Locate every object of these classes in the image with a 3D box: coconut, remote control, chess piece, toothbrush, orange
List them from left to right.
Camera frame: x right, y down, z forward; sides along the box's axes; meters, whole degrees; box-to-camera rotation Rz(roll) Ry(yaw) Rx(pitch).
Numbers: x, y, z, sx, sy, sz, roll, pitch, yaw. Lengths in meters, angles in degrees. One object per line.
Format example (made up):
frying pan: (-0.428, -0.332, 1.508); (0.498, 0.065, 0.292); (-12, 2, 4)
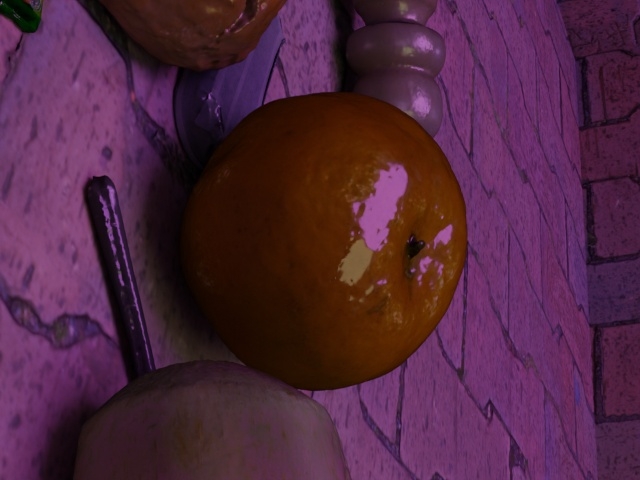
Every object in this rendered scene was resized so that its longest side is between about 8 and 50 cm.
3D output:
toothbrush: (-0.145, 0.091, 0.932); (0.030, 0.030, 0.297); (-145, -138, -83)
coconut: (-0.071, 0.209, 0.829); (0.236, 0.204, 0.236); (-13, 90, -87)
remote control: (-0.089, -0.174, 1.158); (0.104, 0.052, 0.247); (58, 33, -43)
orange: (0.000, 0.000, 1.046); (0.279, 0.235, 0.279); (-14, 109, -47)
chess piece: (0.100, -0.282, 1.554); (0.182, 0.182, 0.330); (19, 69, -66)

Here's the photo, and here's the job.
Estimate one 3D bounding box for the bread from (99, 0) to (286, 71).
bread: (-0.107, -0.275, 1.023); (0.244, 0.134, 0.244); (27, 58, -55)

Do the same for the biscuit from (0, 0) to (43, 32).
biscuit: (-0.225, -0.204, 0.870); (0.046, 0.016, 0.089); (44, 42, -57)
